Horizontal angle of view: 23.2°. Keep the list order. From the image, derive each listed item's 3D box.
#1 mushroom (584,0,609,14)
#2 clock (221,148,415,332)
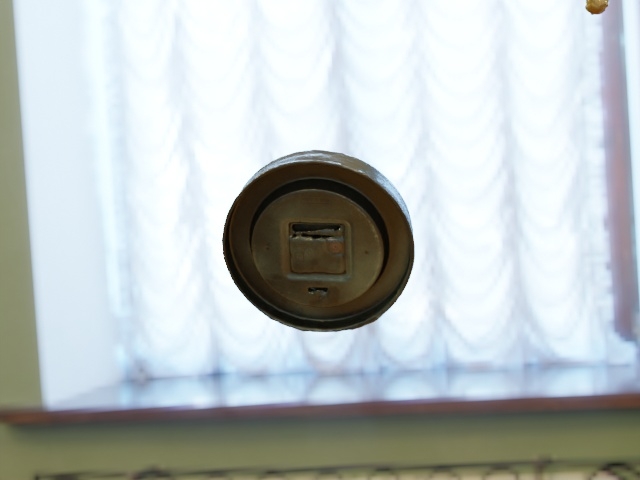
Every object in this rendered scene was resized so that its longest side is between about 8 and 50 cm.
[{"bbox_3d":[0.230,-0.254,1.200,0.026,0.028,0.286,3,41,19],"label":"mushroom"},{"bbox_3d":[0.000,0.000,1.477,0.184,0.184,0.040,-3,27,10],"label":"clock"}]
